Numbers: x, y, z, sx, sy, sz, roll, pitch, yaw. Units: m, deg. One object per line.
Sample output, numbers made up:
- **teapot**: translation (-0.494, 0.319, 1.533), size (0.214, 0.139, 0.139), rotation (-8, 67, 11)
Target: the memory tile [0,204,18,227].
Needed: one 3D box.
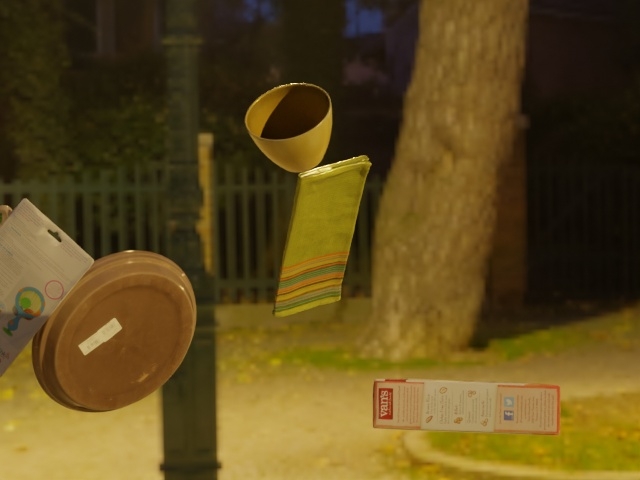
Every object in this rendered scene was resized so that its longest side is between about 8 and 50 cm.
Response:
- **memory tile**: translation (-0.475, 0.020, 2.078), size (0.113, 0.148, 0.012), rotation (2, 2, 22)

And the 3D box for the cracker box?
- **cracker box**: translation (0.189, 0.213, 1.783), size (0.232, 0.067, 0.156), rotation (1, -6, 7)

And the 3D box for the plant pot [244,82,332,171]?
- **plant pot**: translation (-0.039, -0.161, 2.120), size (0.134, 0.095, 0.134), rotation (-9, 43, 9)

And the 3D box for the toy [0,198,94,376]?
- **toy**: translation (-0.438, 0.072, 1.989), size (0.137, 0.237, 0.056), rotation (41, 8, 5)

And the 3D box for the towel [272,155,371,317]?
- **towel**: translation (0.000, 0.000, 1.716), size (0.102, 0.237, 0.021), rotation (-19, 51, -29)

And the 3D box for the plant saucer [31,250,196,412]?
- **plant saucer**: translation (-0.303, 0.147, 2.108), size (0.278, 0.278, 0.041), rotation (-2, 27, -37)
